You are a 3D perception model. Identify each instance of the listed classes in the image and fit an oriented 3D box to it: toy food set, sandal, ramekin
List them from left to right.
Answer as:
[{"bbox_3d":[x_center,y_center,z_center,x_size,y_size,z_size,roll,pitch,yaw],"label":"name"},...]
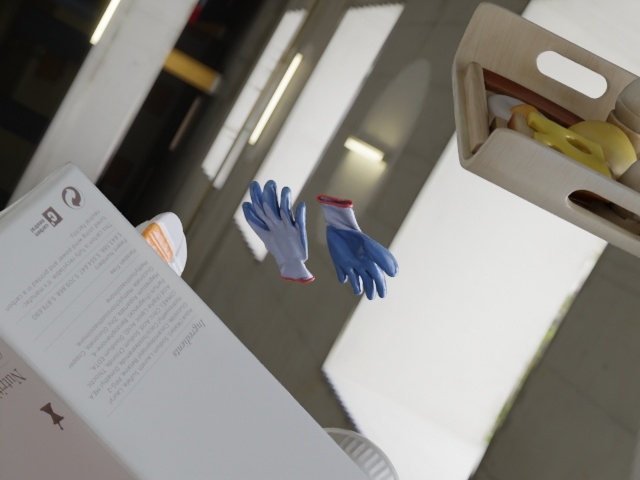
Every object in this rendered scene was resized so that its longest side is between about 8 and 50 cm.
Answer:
[{"bbox_3d":[-0.256,0.052,1.500,0.265,0.076,0.102,-54,143,-45],"label":"sandal"},{"bbox_3d":[0.008,0.379,1.737,0.207,0.207,0.109,-60,168,5],"label":"ramekin"},{"bbox_3d":[0.228,-0.094,0.997,0.092,0.219,0.306,-60,-171,26],"label":"toy food set"}]

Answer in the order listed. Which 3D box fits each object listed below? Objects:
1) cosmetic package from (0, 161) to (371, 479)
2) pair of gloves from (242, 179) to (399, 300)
[{"bbox_3d":[-0.147,0.159,0.911,0.217,0.385,0.156,-36,-171,44],"label":"cosmetic package"},{"bbox_3d":[0.000,0.000,1.412,0.198,0.159,0.023,10,-133,33],"label":"pair of gloves"}]
